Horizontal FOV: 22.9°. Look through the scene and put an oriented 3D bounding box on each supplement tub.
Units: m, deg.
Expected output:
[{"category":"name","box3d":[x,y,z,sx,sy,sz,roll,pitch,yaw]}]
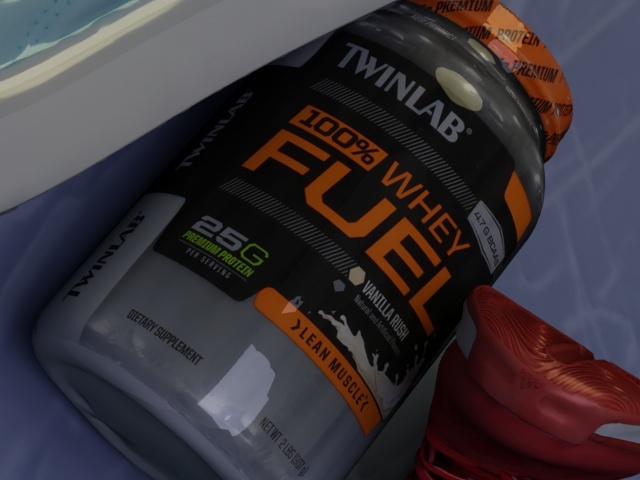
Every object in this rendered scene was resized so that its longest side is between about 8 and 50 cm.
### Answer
[{"category":"supplement tub","box3d":[0.000,0.000,0.555,0.117,0.117,0.190,47,69,-22]}]

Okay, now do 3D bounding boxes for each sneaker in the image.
[{"category":"sneaker","box3d":[-0.090,-0.104,0.473,0.366,0.135,0.150,-32,108,-32]},{"category":"sneaker","box3d":[0.060,0.093,0.548,0.087,0.221,0.128,33,90,16]}]
